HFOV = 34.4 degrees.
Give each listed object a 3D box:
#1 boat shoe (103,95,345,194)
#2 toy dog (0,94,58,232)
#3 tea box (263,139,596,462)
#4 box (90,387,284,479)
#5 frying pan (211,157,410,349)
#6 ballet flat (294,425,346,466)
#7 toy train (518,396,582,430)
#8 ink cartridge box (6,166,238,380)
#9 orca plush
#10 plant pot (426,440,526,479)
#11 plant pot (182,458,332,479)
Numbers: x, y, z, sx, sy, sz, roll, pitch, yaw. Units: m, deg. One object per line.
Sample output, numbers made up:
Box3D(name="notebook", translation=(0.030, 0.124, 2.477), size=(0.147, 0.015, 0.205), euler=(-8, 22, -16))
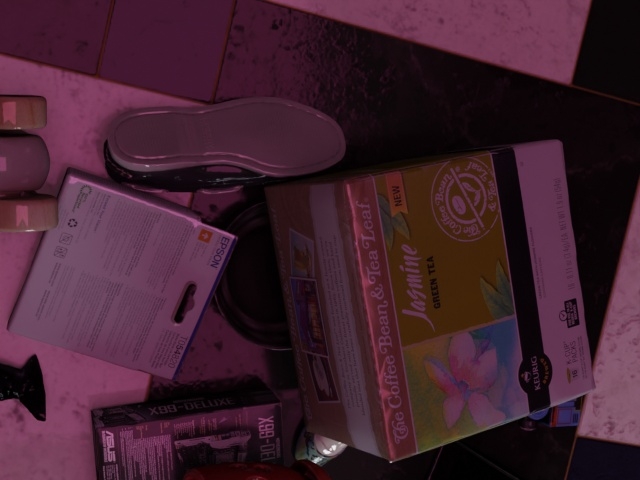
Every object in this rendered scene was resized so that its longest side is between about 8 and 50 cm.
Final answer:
Box3D(name="boat shoe", translation=(-0.121, -0.116, 1.311), size=(0.302, 0.091, 0.114), euler=(2, 67, -15))
Box3D(name="toy dog", translation=(-0.450, -0.099, 1.205), size=(0.334, 0.161, 0.220), euler=(20, 94, -3))
Box3D(name="tea box", translation=(0.137, 0.061, 1.297), size=(0.323, 0.220, 0.329), euler=(-13, 97, -27))
Box3D(name="box", translation=(-0.167, 0.362, 1.364), size=(0.242, 0.076, 0.307), euler=(-6, 99, -16))
Box3D(name="frying pan", translation=(-0.025, -0.012, 1.370), size=(0.197, 0.053, 0.326), euler=(31, 77, -22))
Box3D(name="ballet flat", translation=(0.036, 0.241, 1.414), size=(0.070, 0.070, 0.188), euler=(39, 86, -17))
Box3D(name="toy train", translation=(0.324, 0.182, 1.487), size=(0.105, 0.080, 0.184), euler=(2, 95, -26))
Box3D(name="ink cartridge box", translation=(-0.247, 0.046, 1.293), size=(0.224, 0.045, 0.223), euler=(21, 104, -17))
Box3D(name="orca plush", translation=(-0.477, 0.210, 1.238), size=(0.287, 0.102, 0.151), euler=(5, 96, -17))
Box3D(name="plant pot", translation=(0.253, 0.407, 1.448), size=(0.167, 0.187, 0.188), euler=(21, 91, -31))
Box3D(name="plant pot", translation=(-0.068, 0.357, 1.257), size=(0.174, 0.191, 0.191), euler=(-7, 99, -24))
